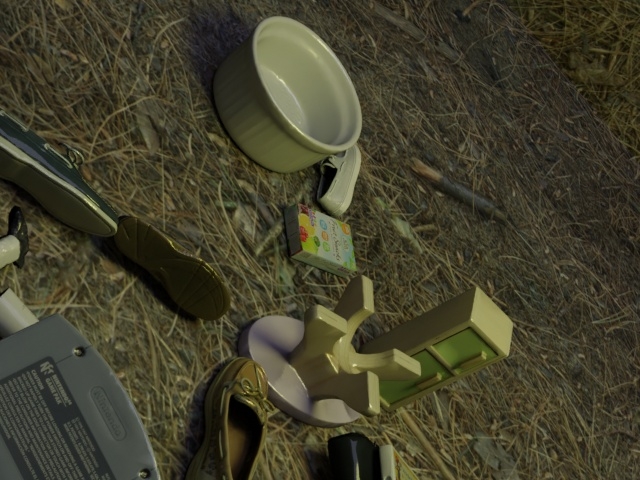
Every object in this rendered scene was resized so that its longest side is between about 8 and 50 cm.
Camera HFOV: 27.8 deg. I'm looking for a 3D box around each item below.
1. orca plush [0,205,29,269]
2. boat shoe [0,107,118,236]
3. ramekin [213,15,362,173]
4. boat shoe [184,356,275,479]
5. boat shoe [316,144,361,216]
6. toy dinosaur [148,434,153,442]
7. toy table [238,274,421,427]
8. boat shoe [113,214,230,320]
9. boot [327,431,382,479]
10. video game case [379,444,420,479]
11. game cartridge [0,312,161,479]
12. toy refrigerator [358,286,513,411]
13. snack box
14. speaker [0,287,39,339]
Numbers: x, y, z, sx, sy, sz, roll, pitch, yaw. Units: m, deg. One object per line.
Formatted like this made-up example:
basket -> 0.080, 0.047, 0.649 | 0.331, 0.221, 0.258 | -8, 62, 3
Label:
orca plush -> -0.491, 0.003, 1.645 | 0.102, 0.151, 0.287 | 32, 34, 16
boat shoe -> -0.390, -0.098, 1.858 | 0.254, 0.095, 0.079 | 34, 52, -19
ramekin -> -0.065, -0.256, 2.350 | 0.277, 0.135, 0.277 | 31, 43, -35
boat shoe -> -0.117, 0.281, 1.911 | 0.104, 0.089, 0.285 | 40, 38, -25
boat shoe -> 0.027, -0.128, 2.441 | 0.063, 0.066, 0.184 | 38, 49, -29
toy dinosaur -> -0.298, 0.276, 1.699 | 0.268, 0.064, 0.118 | 21, 30, -46
toy table -> 0.021, 0.192, 2.096 | 0.274, 0.161, 0.252 | 20, 50, -44
boat shoe -> -0.227, 0.034, 1.975 | 0.223, 0.080, 0.073 | 42, 6, -25
boot -> 0.030, 0.401, 1.999 | 0.246, 0.094, 0.207 | 24, 50, -49
video game case -> 0.143, 0.463, 2.074 | 0.227, 0.026, 0.206 | 55, 26, -55
game cartridge -> -0.321, 0.250, 1.598 | 0.198, 0.062, 0.297 | -26, 78, -21
toy refrigerator -> 0.189, 0.192, 2.208 | 0.102, 0.269, 0.094 | 45, 36, -21
snack box -> 0.000, 0.000, 2.322 | 0.141, 0.037, 0.100 | 23, 49, -41
speaker -> -0.390, 0.128, 1.714 | 0.136, 0.055, 0.055 | 51, 35, -12
